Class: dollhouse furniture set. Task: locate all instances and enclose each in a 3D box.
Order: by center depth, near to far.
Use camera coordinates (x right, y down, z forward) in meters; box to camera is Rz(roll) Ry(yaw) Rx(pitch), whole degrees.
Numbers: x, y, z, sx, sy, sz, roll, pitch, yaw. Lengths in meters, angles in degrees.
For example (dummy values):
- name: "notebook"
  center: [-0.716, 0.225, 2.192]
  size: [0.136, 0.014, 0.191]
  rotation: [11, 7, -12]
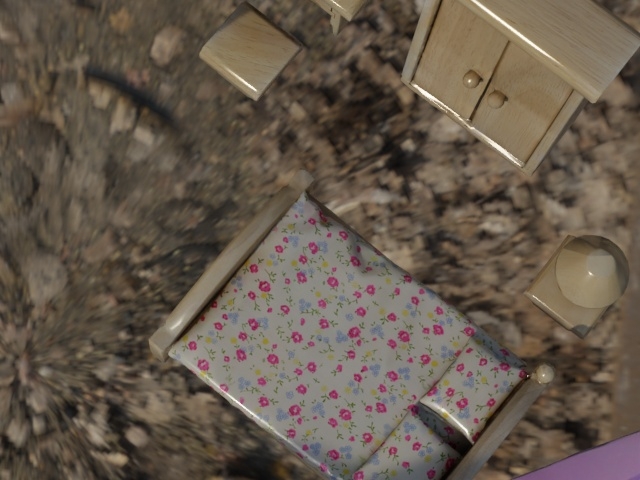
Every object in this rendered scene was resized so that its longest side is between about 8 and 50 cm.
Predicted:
- name: "dollhouse furniture set"
  center: [0.000, 0.000, 0.901]
  size: [0.303, 0.174, 0.355]
  rotation: [38, 77, 6]

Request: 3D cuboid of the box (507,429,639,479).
- name: "box"
  center: [0.046, 0.193, 0.365]
  size: [0.213, 0.117, 0.243]
  rotation: [-24, 62, 17]
